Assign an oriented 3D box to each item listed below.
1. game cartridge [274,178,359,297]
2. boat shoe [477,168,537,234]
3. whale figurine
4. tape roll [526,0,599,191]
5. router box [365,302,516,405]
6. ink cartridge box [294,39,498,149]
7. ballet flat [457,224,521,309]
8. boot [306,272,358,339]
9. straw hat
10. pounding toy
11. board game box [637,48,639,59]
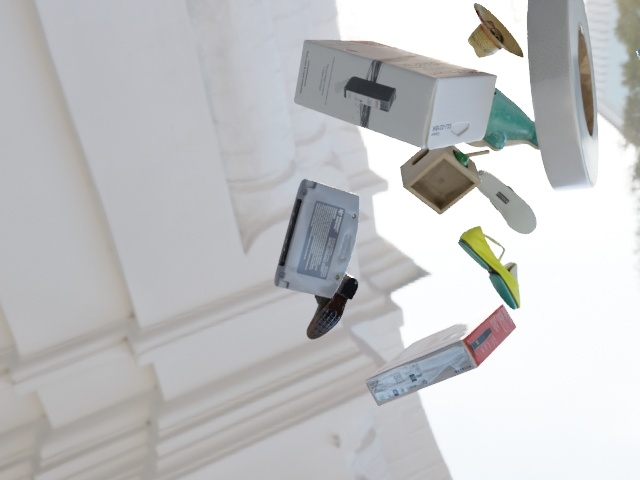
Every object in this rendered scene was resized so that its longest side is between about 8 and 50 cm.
[{"bbox_3d":[0.000,0.000,2.053,0.198,0.297,0.062,15,180,-35],"label":"game cartridge"},{"bbox_3d":[0.496,-0.108,2.026,0.078,0.219,0.070,-40,-167,17],"label":"boat shoe"},{"bbox_3d":[0.480,-0.323,2.000,0.272,0.141,0.216,16,-133,4],"label":"whale figurine"},{"bbox_3d":[0.444,-0.283,1.370,0.072,0.391,0.392,-4,-152,26],"label":"tape roll"},{"bbox_3d":[0.332,0.309,2.074,0.336,0.082,0.301,-31,176,36],"label":"router box"},{"bbox_3d":[0.125,-0.251,1.265,0.273,0.114,0.197,27,-153,33],"label":"ink cartridge box"},{"bbox_3d":[0.420,0.059,1.798,0.077,0.231,0.077,-41,-172,-9],"label":"ballet flat"},{"bbox_3d":[0.016,0.184,2.226,0.219,0.082,0.106,-52,-144,-1],"label":"boot"},{"bbox_3d":[0.306,-0.370,1.403,0.061,0.144,0.144,-42,-166,30],"label":"straw hat"},{"bbox_3d":[0.253,-0.143,1.510,0.141,0.130,0.100,-41,-149,28],"label":"pounding toy"},{"bbox_3d":[0.864,-0.282,1.779,0.086,0.308,0.301,-24,-151,28],"label":"board game box"}]
